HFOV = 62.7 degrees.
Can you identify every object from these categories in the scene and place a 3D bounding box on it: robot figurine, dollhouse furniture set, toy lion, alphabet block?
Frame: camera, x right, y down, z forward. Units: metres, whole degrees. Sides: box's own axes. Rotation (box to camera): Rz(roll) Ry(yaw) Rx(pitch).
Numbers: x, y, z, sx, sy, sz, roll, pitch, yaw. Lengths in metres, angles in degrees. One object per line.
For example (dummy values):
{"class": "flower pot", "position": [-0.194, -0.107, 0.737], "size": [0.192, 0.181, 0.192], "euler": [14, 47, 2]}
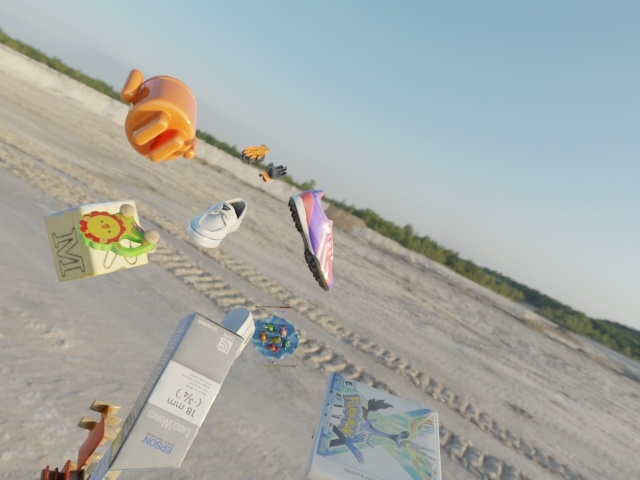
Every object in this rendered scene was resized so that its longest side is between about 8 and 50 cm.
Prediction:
{"class": "robot figurine", "position": [-0.302, -0.238, 1.005], "size": [0.157, 0.128, 0.220], "euler": [13, 33, -19]}
{"class": "dollhouse furniture set", "position": [-0.720, 0.652, 1.589], "size": [0.135, 0.259, 0.262], "euler": [30, 14, -31]}
{"class": "toy lion", "position": [-0.313, -0.011, 0.801], "size": [0.100, 0.034, 0.096], "euler": [43, 41, 14]}
{"class": "alphabet block", "position": [-0.652, 0.000, 1.535], "size": [0.193, 0.197, 0.192], "euler": [-10, 3, 34]}

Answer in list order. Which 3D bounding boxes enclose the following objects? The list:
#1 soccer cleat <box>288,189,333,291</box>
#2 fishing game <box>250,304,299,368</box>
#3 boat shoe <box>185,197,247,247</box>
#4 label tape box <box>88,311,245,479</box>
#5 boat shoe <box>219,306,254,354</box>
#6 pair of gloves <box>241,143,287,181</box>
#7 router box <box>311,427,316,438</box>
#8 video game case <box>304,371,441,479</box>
{"class": "soccer cleat", "position": [0.000, 0.000, 1.625], "size": [0.116, 0.319, 0.108], "euler": [-20, 9, -13]}
{"class": "fishing game", "position": [-0.174, 0.363, 1.950], "size": [0.188, 0.264, 0.041], "euler": [2, 20, 9]}
{"class": "boat shoe", "position": [-0.255, -0.058, 1.317], "size": [0.095, 0.084, 0.258], "euler": [34, 19, -3]}
{"class": "label tape box", "position": [-0.275, 0.303, 0.929], "size": [0.105, 0.334, 0.240], "euler": [30, -19, -12]}
{"class": "boat shoe", "position": [-0.257, 0.292, 1.345], "size": [0.096, 0.268, 0.088], "euler": [6, -47, 28]}
{"class": "pair of gloves", "position": [-0.101, -0.143, 0.961], "size": [0.083, 0.010, 0.074], "euler": [46, 38, 8]}
{"class": "router box", "position": [0.053, 0.566, 1.669], "size": [0.046, 0.179, 0.133], "euler": [35, -19, -20]}
{"class": "video game case", "position": [0.135, 0.466, 1.222], "size": [0.299, 0.036, 0.329], "euler": [21, 24, 1]}
